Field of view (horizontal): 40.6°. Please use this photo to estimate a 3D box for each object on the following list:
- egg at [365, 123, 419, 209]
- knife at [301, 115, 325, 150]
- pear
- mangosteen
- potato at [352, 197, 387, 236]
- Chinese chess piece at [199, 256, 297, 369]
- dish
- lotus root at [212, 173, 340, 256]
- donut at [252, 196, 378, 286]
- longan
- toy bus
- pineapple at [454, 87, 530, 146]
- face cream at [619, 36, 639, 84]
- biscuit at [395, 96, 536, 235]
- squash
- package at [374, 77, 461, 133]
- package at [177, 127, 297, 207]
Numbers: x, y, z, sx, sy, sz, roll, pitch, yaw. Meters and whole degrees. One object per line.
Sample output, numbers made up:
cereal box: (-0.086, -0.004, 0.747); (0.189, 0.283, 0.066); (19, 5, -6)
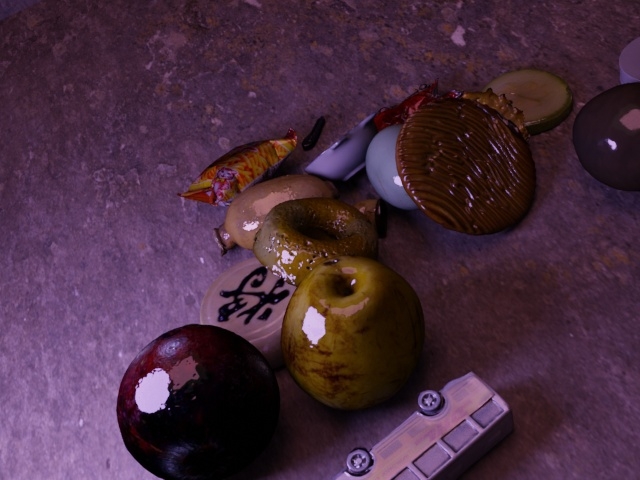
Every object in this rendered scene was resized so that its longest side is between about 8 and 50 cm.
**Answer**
egg: (0.187, -0.160, 1.890); (0.168, 0.168, 0.230); (-23, 42, 1)
knife: (-0.016, -0.274, 2.203); (0.031, 0.018, 0.121); (5, 48, 25)
pear: (0.054, 0.162, 1.565); (0.284, 0.283, 0.283); (-12, 44, 12)
mangosteen: (-0.217, 0.275, 1.545); (0.301, 0.300, 0.300); (-12, 44, 12)
potato: (0.091, -0.052, 1.905); (0.103, 0.066, 0.096); (-12, 41, 16)
Chinese chess piece: (-0.121, 0.147, 1.773); (0.257, 0.104, 0.257); (-12, 43, 12)
dish: (0.075, -0.202, 2.004); (0.228, 0.086, 0.236); (-38, 3, 27)
lotus root: (-0.105, -0.065, 1.952); (0.304, 0.130, 0.146); (-24, 42, 1)
donut: (0.000, 0.000, 1.768); (0.272, 0.107, 0.272); (11, 29, -6)
longan: (0.625, -0.209, 1.723); (0.248, 0.248, 0.248); (-12, 44, 12)
toy bus: (0.163, 0.365, 1.444); (0.343, 0.097, 0.138); (-37, 51, -16)
pineapple: (0.358, -0.232, 1.915); (0.225, 0.076, 0.224); (1, 71, -3)
face cream: (0.733, -0.336, 1.839); (0.177, 0.152, 0.177); (-14, 44, 14)
biscuit: (0.306, -0.159, 1.799); (0.318, 0.040, 0.317); (6, 67, -14)
squash: (0.477, -0.327, 2.022); (0.219, 0.041, 0.219); (-12, 45, 12)
package: (0.206, -0.296, 2.093); (0.270, 0.071, 0.194); (-34, 29, -5)
package: (-0.194, -0.163, 2.093); (0.288, 0.108, 0.223); (-37, 22, -24)
